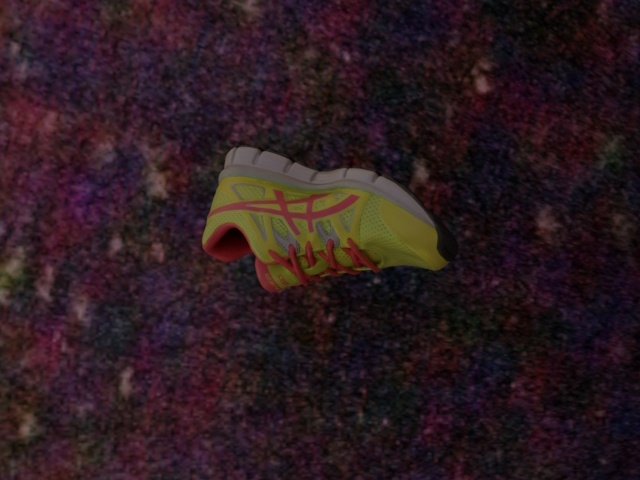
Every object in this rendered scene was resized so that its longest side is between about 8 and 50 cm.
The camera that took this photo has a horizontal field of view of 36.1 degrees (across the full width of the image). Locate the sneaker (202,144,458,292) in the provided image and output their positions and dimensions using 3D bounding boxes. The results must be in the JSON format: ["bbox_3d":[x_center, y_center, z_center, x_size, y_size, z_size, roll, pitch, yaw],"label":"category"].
[{"bbox_3d":[0.000,0.000,0.684,0.208,0.081,0.094,13,68,40],"label":"sneaker"}]
